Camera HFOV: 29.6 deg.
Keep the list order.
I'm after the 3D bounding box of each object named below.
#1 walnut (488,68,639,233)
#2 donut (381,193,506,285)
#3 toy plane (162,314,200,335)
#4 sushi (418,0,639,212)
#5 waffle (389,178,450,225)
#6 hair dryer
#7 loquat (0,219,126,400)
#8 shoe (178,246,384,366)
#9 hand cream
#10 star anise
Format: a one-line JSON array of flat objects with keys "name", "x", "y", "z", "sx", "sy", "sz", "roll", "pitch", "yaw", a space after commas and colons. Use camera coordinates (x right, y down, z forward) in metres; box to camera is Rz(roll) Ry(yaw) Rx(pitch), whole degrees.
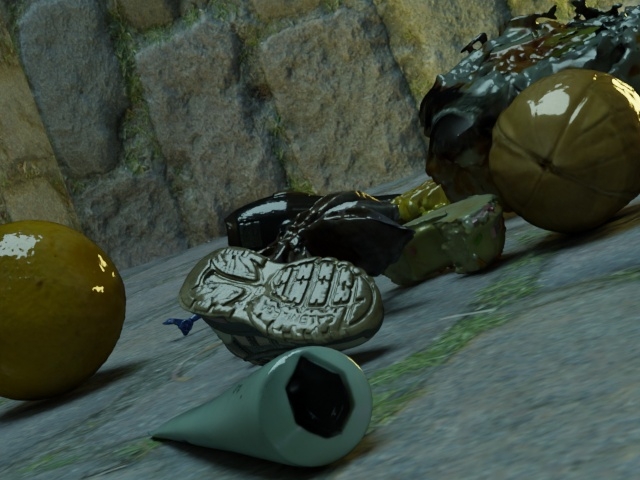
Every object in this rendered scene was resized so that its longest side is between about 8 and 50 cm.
[{"name": "walnut", "x": 0.251, "y": -0.089, "z": 1.214, "sx": 0.165, "sy": 0.165, "sz": 0.197, "roll": -17, "pitch": 3, "yaw": 35}, {"name": "donut", "x": 0.134, "y": 0.000, "z": 1.251, "sx": 0.108, "sy": 0.065, "sz": 0.166, "roll": -27, "pitch": 6, "yaw": -39}, {"name": "toy plane", "x": -0.125, "y": 0.073, "z": 1.561, "sx": 0.167, "sy": 0.062, "sz": 0.054, "roll": -33, "pitch": 10, "yaw": -27}, {"name": "sushi", "x": 0.327, "y": -0.200, "z": 1.643, "sx": 0.417, "sy": 0.176, "sz": 0.417, "roll": -26, "pitch": 18, "yaw": 9}, {"name": "waffle", "x": 0.248, "y": -0.088, "z": 1.867, "sx": 0.329, "sy": 0.062, "sz": 0.329, "roll": -20, "pitch": 4, "yaw": 1}, {"name": "hair dryer", "x": 0.000, "y": 0.000, "z": 1.909, "sx": 0.303, "sy": 0.120, "sz": 0.359, "roll": -6, "pitch": 14, "yaw": -2}, {"name": "loquat", "x": -0.329, "y": 0.080, "z": 1.391, "sx": 0.208, "sy": 0.208, "sz": 0.208, "roll": -20, "pitch": 4, "yaw": 2}, {"name": "shoe", "x": -0.029, "y": 0.069, "z": 1.008, "sx": 0.180, "sy": 0.092, "sz": 0.089, "roll": 8, "pitch": 50, "yaw": 27}, {"name": "hand cream", "x": -0.044, "y": 0.109, "z": 0.820, "sx": 0.109, "sy": 0.067, "sz": 0.320, "roll": -22, "pitch": 0, "yaw": -18}, {"name": "star anise", "x": 0.000, "y": 0.024, "z": 1.176, "sx": 0.229, "sy": 0.093, "sz": 0.236, "roll": -18, "pitch": 22, "yaw": 41}]
